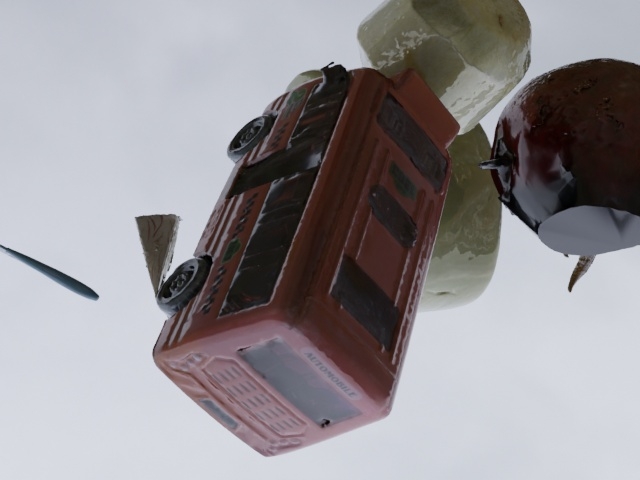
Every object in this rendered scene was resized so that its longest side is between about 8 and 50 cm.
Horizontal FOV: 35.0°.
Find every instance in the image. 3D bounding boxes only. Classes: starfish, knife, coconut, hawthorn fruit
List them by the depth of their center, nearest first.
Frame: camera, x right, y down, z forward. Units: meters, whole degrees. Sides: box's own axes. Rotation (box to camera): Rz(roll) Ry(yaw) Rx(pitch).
[{"bbox_3d":[0.148,-0.237,1.297,0.202,0.222,0.202,21,-131,-26],"label":"coconut"},{"bbox_3d":[-0.459,0.011,1.460,0.313,0.044,0.019,30,-107,-11],"label":"knife"},{"bbox_3d":[0.403,-0.116,1.497,0.316,0.316,0.316,8,-141,-6],"label":"hawthorn fruit"},{"bbox_3d":[0.517,-0.014,1.918,0.057,0.238,0.213,20,-160,40],"label":"starfish"}]

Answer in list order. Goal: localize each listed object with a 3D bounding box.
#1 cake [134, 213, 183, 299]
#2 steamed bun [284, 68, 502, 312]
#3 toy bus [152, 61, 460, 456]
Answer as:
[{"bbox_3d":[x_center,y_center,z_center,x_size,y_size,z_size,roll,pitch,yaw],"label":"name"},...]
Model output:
[{"bbox_3d":[-0.231,0.024,1.407,0.065,0.052,0.121,8,-102,-4],"label":"cake"},{"bbox_3d":[0.118,-0.100,1.790,0.371,0.290,0.456,1,-116,-37],"label":"steamed bun"},{"bbox_3d":[0.000,0.000,1.102,0.203,0.233,0.427,46,-138,-27],"label":"toy bus"}]
